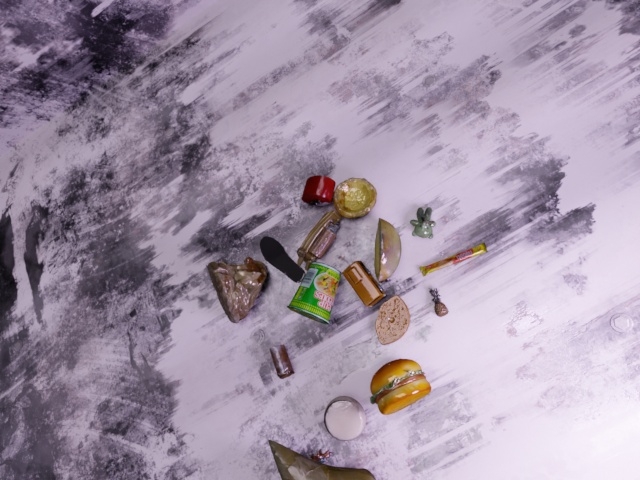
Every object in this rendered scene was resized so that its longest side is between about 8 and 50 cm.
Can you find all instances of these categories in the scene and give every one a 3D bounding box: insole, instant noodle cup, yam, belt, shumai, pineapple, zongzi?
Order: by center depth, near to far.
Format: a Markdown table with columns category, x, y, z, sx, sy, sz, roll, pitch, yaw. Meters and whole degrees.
| category | x | y | z | sx | sy | sz | roll | pitch | yaw |
| --- | --- | --- | --- | --- | --- | --- | --- | --- | --- |
| zongzi | 0.017 | 0.910 | 1.658 | 0.355 | 0.174 | 0.393 | -25 | 81 | 7 |
| pineapple | 0.492 | 0.257 | 1.788 | 0.058 | 0.058 | 0.125 | -23 | 56 | 10 |
| instant noodle cup | -0.017 | 0.224 | 1.883 | 0.206 | 0.207 | 0.233 | 16 | 74 | 21 |
| yam | -0.173 | 0.539 | 1.898 | 0.079 | 0.079 | 0.141 | -26 | 67 | 9 |
| belt | -0.013 | -0.223 | 2.007 | 0.127 | 0.201 | 0.124 | 19 | 78 | -20 |
| shumai | -0.364 | 0.214 | 2.018 | 0.262 | 0.267 | 0.314 | -21 | 98 | -20 |
| insole | -0.189 | 0.090 | 2.063 | 0.309 | 0.012 | 0.110 | 39 | 88 | 23 |

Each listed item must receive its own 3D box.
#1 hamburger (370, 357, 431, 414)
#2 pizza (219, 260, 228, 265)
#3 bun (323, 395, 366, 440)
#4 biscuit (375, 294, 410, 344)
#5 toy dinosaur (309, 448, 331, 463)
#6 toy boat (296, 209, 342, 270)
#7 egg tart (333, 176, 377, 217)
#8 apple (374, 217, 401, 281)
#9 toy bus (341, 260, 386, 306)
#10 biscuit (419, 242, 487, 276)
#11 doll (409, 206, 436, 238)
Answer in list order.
| category | x | y | z | sx | sy | sz | roll | pitch | yaw |
| --- | --- | --- | --- | --- | --- | --- | --- | --- | --- |
| hamburger | 0.298 | 0.558 | 1.659 | 0.246 | 0.246 | 0.170 | -30 | 57 | 7 |
| pizza | -0.476 | 0.147 | 2.132 | 0.078 | 0.025 | 0.084 | 12 | 97 | 5 |
| bun | 0.102 | 0.723 | 1.736 | 0.172 | 0.120 | 0.173 | -2 | 81 | 13 |
| biscuit | 0.310 | 0.344 | 1.825 | 0.141 | 0.029 | 0.221 | 11 | 78 | 21 |
| toy dinosaur | -0.017 | 0.911 | 1.760 | 0.154 | 0.049 | 0.055 | -39 | 80 | 10 |
| toy boat | 0.000 | 0.000 | 1.977 | 0.310 | 0.089 | 0.115 | -52 | 38 | -6 |
| egg tart | 0.162 | -0.195 | 1.990 | 0.212 | 0.090 | 0.213 | -4 | 76 | 16 |
| apple | 0.292 | 0.034 | 1.838 | 0.119 | 0.193 | 0.265 | 0 | 73 | 7 |
| toy bus | 0.185 | 0.186 | 1.858 | 0.098 | 0.114 | 0.201 | -40 | 69 | 12 |
| biscuit | 0.569 | 0.083 | 1.819 | 0.291 | 0.026 | 0.048 | -23 | 50 | 10 |
| doll | 0.455 | -0.083 | 1.880 | 0.114 | 0.078 | 0.151 | 4 | 65 | 8 |
